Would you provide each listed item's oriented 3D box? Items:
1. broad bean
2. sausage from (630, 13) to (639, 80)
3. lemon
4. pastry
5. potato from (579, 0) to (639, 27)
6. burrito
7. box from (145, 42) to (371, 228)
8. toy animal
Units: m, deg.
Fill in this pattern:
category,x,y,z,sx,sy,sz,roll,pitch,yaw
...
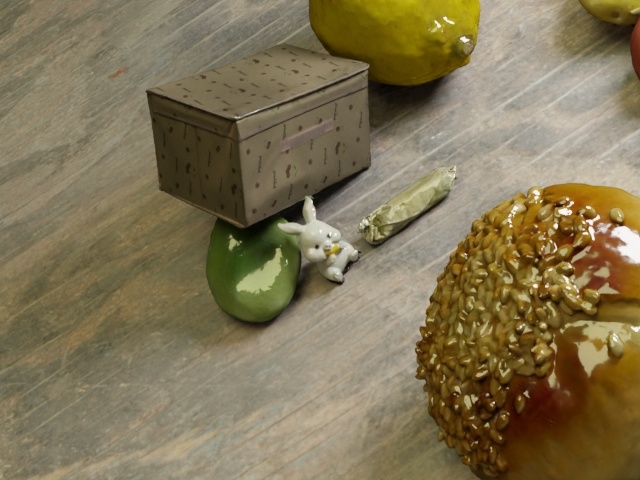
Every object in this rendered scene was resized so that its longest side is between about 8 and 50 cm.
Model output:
category,x,y,z,sx,sy,sz,roll,pitch,yaw
broad bean,-0.113,0.027,1.877,0.169,0.100,0.228,-38,48,7
sausage,0.560,-0.335,1.745,0.254,0.148,0.148,-46,47,-8
lemon,0.122,-0.394,1.949,0.285,0.285,0.316,-39,17,-3
pastry,0.282,0.119,1.422,0.409,0.245,0.410,-37,41,42
potato,0.508,-0.468,1.876,0.173,0.140,0.300,10,61,32
burrito,0.141,-0.058,1.832,0.188,0.045,0.058,-36,53,-2
box,-0.094,-0.179,1.881,0.297,0.190,0.225,-26,35,-38
toy animal,0.003,0.003,1.809,0.071,0.124,0.085,-42,45,1
